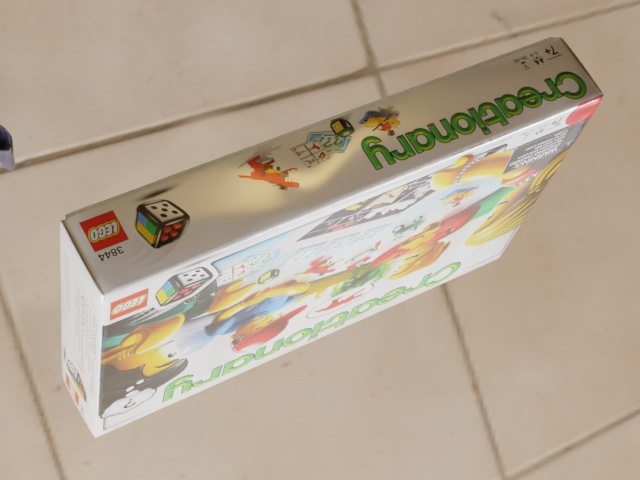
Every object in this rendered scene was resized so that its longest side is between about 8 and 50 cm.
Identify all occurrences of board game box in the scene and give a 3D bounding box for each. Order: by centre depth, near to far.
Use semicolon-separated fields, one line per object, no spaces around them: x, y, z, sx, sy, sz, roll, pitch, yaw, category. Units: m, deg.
0.000;0.000;0.700;0.305;0.193;0.053;-22;68;-22;board game box

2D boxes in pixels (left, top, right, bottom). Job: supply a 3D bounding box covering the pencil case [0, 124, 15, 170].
-0.363;-0.103;0.599;0.410;0.183;0.160;36;45;-5;pencil case
